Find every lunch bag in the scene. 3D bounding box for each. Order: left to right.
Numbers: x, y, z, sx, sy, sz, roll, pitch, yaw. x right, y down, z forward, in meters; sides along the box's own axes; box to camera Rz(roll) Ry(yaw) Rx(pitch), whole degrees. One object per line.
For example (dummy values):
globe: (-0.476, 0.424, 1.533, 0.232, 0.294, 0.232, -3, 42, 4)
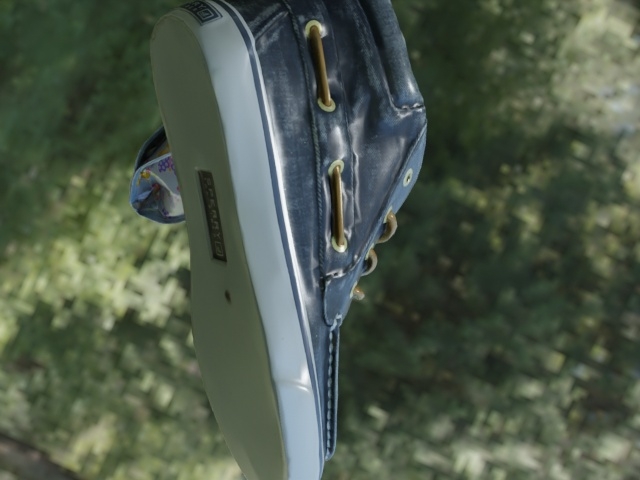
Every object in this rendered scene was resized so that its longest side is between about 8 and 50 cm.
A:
lunch bag: (-0.065, -0.048, 1.061, 0.083, 0.053, 0.071, -20, -159, 47)

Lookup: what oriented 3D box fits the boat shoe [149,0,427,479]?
boat shoe: (0.000, 0.000, 0.672, 0.065, 0.083, 0.183, 22, -56, 57)
